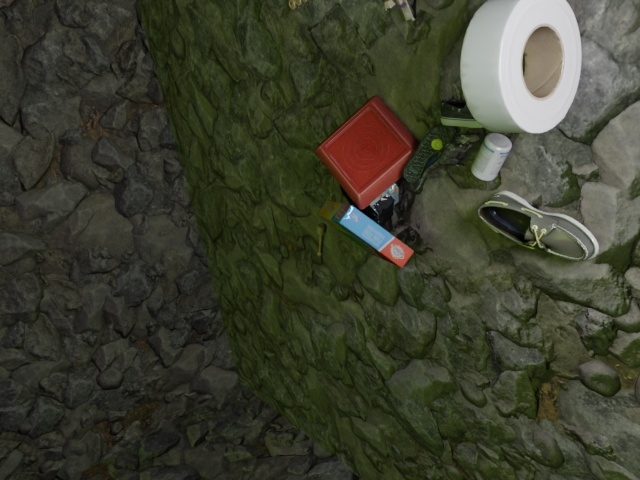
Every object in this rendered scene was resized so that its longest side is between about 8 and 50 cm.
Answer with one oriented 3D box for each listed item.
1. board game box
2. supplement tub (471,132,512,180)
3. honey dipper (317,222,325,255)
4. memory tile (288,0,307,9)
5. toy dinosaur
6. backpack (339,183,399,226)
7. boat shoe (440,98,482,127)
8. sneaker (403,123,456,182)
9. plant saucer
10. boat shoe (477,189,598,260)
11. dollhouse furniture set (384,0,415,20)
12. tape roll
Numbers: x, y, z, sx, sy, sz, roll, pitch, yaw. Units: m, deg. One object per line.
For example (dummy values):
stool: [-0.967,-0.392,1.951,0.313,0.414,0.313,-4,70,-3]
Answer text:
board game box: [0.132,-0.028,1.865,0.242,0.064,0.316,36,178,-13]
supplement tub: [0.433,-0.213,1.495,0.071,0.071,0.107,48,144,26]
honey dipper: [0.000,0.000,2.339,0.030,0.030,0.160,42,146,33]
memory tile: [-0.074,-0.814,1.889,0.148,0.012,0.113,-1,110,56]
toy dinosaur: [0.348,-0.226,1.566,0.064,0.118,0.268,58,149,13]
backpack: [0.153,-0.153,1.854,0.188,0.144,0.166,39,172,18]
boat shoe: [0.389,-0.331,1.480,0.228,0.080,0.076,23,131,58]
sneaker: [0.312,-0.252,1.658,0.069,0.082,0.209,42,124,10]
plant saucer: [0.138,-0.270,1.759,0.259,0.048,0.258,-41,71,12]
boat shoe: [0.529,-0.026,1.459,0.305,0.091,0.109,35,138,39]
dollhouse furniture set: [0.241,-0.602,1.513,0.114,0.091,0.081,8,133,51]
tape roll: [0.416,-0.364,1.210,0.100,0.286,0.286,16,124,52]
